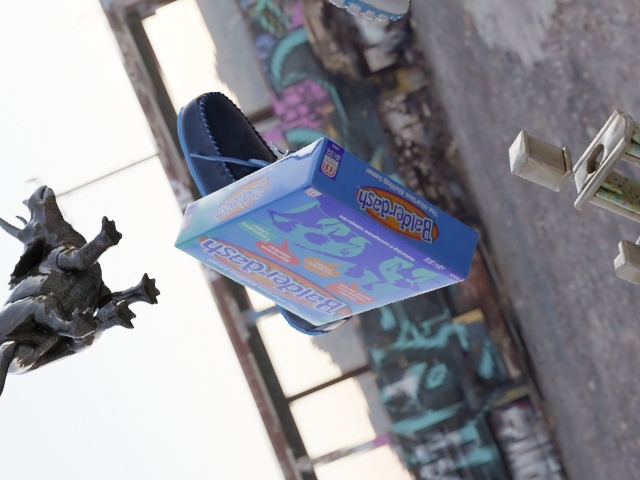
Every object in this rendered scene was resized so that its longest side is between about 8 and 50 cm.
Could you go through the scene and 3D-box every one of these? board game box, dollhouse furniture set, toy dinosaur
[{"bbox_3d":[0.000,0.000,1.100,0.160,0.210,0.047,30,-118,-25],"label":"board game box"},{"bbox_3d":[0.292,-0.046,1.295,0.161,0.182,0.101,-87,22,-51],"label":"dollhouse furniture set"},{"bbox_3d":[-0.260,0.072,1.297,0.121,0.160,0.313,51,-150,-32],"label":"toy dinosaur"}]

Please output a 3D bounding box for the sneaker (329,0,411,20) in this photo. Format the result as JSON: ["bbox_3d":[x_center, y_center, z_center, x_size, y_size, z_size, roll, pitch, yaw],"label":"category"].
[{"bbox_3d":[0.002,-0.255,1.125,0.191,0.083,0.071,29,-162,-13],"label":"sneaker"}]

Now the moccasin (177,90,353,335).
[{"bbox_3d":[-0.047,-0.049,1.693,0.342,0.117,0.138,56,-137,-8],"label":"moccasin"}]
